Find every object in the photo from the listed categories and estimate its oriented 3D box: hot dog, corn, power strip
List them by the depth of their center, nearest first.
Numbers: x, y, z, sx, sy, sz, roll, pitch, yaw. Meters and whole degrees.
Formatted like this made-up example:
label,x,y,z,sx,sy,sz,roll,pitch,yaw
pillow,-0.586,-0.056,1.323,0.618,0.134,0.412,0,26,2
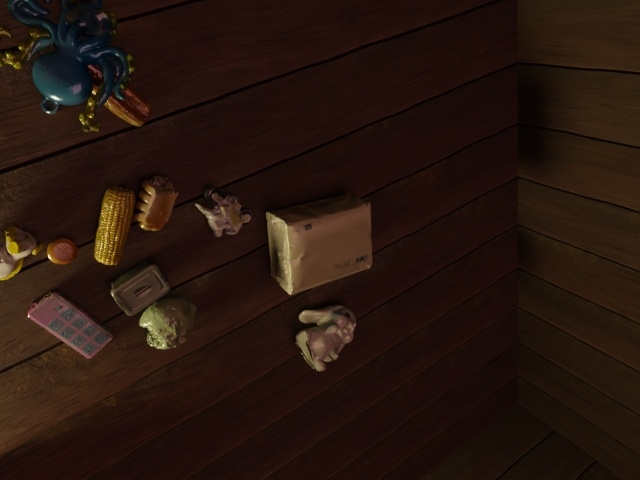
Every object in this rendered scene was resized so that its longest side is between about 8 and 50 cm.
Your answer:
label,x,y,z,sx,sy,sz,roll,pitch,yaw
hot dog,-0.587,-0.421,1.432,0.092,0.062,0.235,-54,126,-12
corn,-0.632,-0.044,1.548,0.093,0.093,0.244,7,106,-35
power strip,-0.793,0.270,1.615,0.109,0.037,0.279,-43,127,-10

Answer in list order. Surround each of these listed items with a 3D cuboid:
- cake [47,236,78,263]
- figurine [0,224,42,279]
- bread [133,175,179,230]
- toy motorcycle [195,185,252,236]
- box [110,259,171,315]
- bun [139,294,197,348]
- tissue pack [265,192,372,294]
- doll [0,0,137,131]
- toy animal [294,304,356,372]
label,x,y,z,sx,sy,sz,roll,pitch,yaw
cake,-0.776,0.031,1.517,0.084,0.044,0.084,-13,116,-30
figurine,-0.887,0.046,1.427,0.178,0.109,0.129,-41,149,-8
bread,-0.523,-0.117,1.587,0.119,0.084,0.177,11,103,-57
toy motorcycle,-0.336,-0.086,1.741,0.229,0.074,0.151,38,82,-48
box,-0.595,0.147,1.658,0.172,0.093,0.124,-35,125,-17
bun,-0.512,0.290,1.720,0.204,0.126,0.212,-49,155,0
tissue pack,0.000,0.000,1.915,0.381,0.207,0.297,-17,118,-27
doll,-0.651,-0.488,1.311,0.346,0.099,0.341,25,85,-13
toy animal,0.023,0.405,2.138,0.289,0.174,0.249,-6,102,-30
